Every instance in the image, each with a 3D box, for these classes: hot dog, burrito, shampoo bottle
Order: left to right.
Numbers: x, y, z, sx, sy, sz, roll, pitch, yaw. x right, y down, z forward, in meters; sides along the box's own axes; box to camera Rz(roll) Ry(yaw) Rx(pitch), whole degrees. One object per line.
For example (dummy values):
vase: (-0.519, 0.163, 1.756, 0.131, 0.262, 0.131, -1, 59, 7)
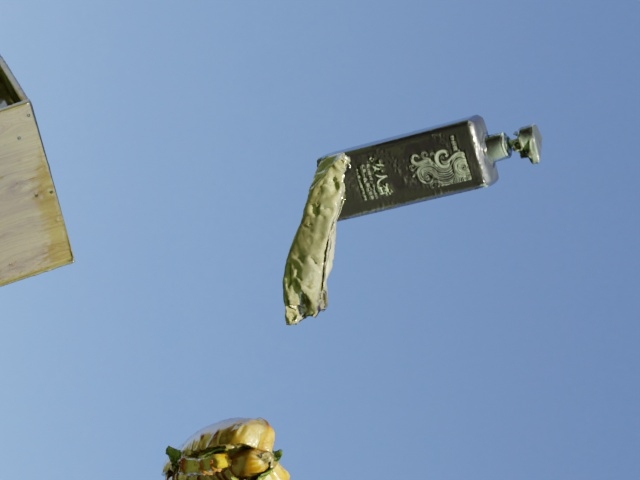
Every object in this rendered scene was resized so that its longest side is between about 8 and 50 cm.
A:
hot dog: (-0.111, 0.247, 1.372, 0.250, 0.076, 0.104, -29, -103, 60)
burrito: (-0.002, -0.001, 1.637, 0.063, 0.058, 0.229, 17, -87, 32)
shampoo bottle: (0.151, -0.105, 1.779, 0.309, 0.071, 0.098, -13, -86, 24)

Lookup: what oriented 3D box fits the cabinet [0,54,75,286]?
cabinet: (-0.398, -0.077, 1.506, 0.175, 0.148, 0.215, -131, -154, -51)
